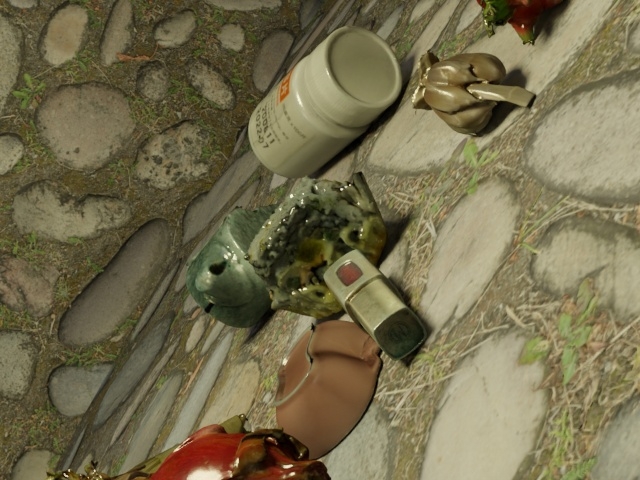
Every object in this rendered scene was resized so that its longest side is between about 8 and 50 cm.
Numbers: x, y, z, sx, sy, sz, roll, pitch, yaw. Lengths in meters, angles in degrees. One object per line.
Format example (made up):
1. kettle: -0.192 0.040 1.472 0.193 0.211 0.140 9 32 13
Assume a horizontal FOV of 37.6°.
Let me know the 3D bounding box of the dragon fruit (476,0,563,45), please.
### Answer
1. dragon fruit: 0.303 -0.383 1.459 0.135 0.137 0.236 -44 22 48

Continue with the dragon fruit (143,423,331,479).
1. dragon fruit: -0.115 0.353 1.148 0.315 0.250 0.250 -3 53 48

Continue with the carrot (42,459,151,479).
1. carrot: -0.264 0.447 1.345 0.214 0.331 0.193 -43 8 -16

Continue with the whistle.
1. whistle: -0.152 0.019 1.964 0.168 0.188 0.405 -50 17 26

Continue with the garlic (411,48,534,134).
1. garlic: 0.244 -0.229 1.416 0.194 0.127 0.131 9 85 45

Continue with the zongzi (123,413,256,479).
1. zongzi: -0.317 0.475 1.672 0.418 0.181 0.447 -47 8 -21

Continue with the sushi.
1. sushi: 0.000 0.000 1.541 0.274 0.184 0.139 -53 17 10

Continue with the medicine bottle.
1. medicine bottle: 0.003 -0.296 2.066 0.371 0.211 0.211 -35 27 55

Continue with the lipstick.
1. lipstick: 0.075 0.090 1.324 0.079 0.077 0.253 -38 20 0

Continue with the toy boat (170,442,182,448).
1. toy boat: -0.296 0.453 1.788 0.173 0.069 0.059 -51 -4 16

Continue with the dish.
1. dish: -0.004 0.197 1.344 0.213 0.090 0.213 -52 16 21
